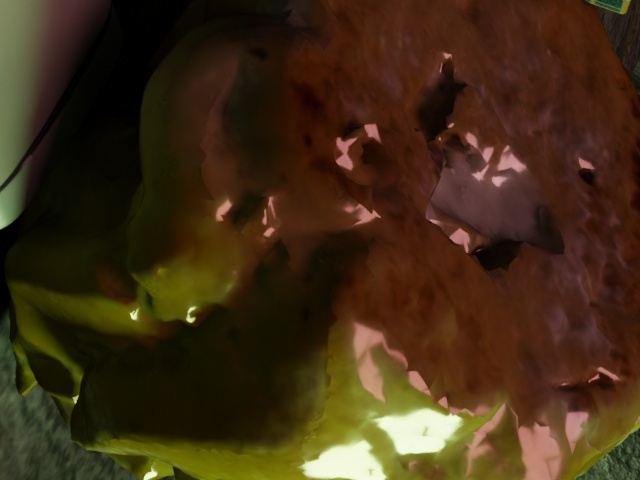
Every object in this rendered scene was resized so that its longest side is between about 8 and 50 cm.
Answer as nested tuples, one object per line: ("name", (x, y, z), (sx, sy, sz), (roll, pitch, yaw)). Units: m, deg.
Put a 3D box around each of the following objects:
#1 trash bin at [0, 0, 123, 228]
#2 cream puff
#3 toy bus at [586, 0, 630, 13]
("trash bin", (-0.131, -0.083, 0.527), (0.130, 0.059, 0.116), (75, 37, -60))
("cream puff", (0.001, -0.001, 0.688), (0.291, 0.257, 0.324), (44, 46, -26))
("toy bus", (0.152, -0.237, 1.015), (0.103, 0.182, 0.091), (45, 67, -80))
